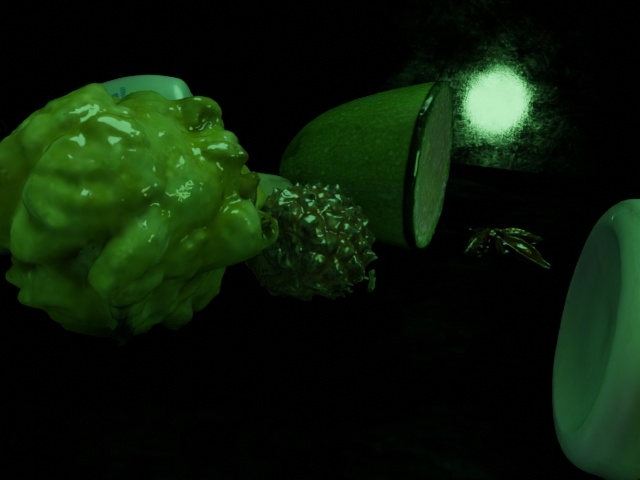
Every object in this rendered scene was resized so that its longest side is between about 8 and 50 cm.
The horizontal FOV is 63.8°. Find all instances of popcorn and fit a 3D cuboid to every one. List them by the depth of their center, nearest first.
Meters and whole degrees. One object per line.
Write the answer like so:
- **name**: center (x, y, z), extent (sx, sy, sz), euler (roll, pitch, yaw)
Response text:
- **popcorn**: center (-0.172, -0.025, 0.514), extent (0.215, 0.252, 0.286), euler (45, -2, 16)

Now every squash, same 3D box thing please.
- **squash**: center (0.069, -0.151, 0.968), extent (0.308, 0.310, 0.310), euler (12, 17, 23)

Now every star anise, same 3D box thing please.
- **star anise**: center (0.355, 0.007, 0.972), extent (0.157, 0.054, 0.212), euler (12, 16, 19)

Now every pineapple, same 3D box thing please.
- **pineapple**: center (0.000, 0.000, 0.680), extent (0.166, 0.166, 0.193), euler (18, 20, 33)

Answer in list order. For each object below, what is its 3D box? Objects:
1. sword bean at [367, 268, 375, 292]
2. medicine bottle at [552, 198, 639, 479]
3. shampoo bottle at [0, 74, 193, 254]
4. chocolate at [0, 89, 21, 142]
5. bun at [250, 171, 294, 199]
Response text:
- **sword bean**: center (0.075, 0.060, 0.754), extent (0.012, 0.012, 0.083), euler (8, 16, 5)
- **medicine bottle**: center (0.391, 0.107, 0.362), extent (0.388, 0.219, 0.219), euler (11, 17, 14)
- **shampoo bottle**: center (-0.321, -0.086, 0.696), extent (0.349, 0.222, 0.151), euler (-18, 1, -5)
- **chocolate**: center (-0.783, -0.219, 0.980), extent (0.340, 0.225, 0.210), euler (15, 53, 7)
- **bun**: center (-0.131, -0.055, 0.866), extent (0.178, 0.128, 0.193), euler (9, 5, 5)
